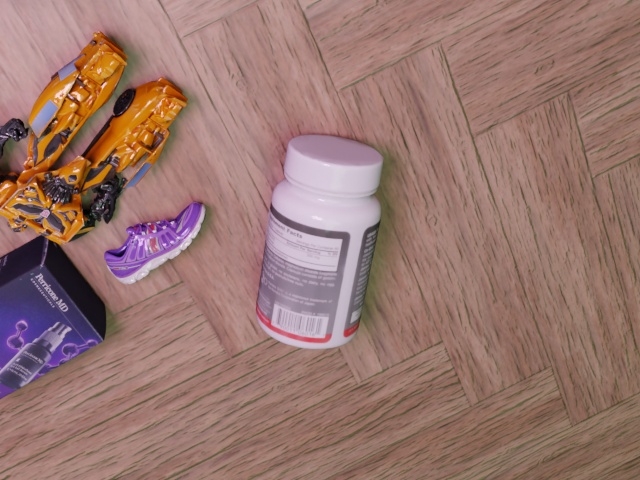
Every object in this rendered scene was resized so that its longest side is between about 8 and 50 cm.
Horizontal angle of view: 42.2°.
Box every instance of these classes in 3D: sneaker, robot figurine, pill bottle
[{"bbox_3d":[-0.240,-0.004,1.198,0.170,0.068,0.071,-35,114,5],"label":"sneaker"},{"bbox_3d":[-0.320,-0.117,1.093,0.211,0.085,0.291,33,102,-39],"label":"robot figurine"},{"bbox_3d":[0.000,0.000,1.208,0.161,0.161,0.283,3,115,-16],"label":"pill bottle"}]

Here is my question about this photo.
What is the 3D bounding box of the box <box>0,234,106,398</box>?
[{"bbox_3d":[-0.434,0.112,1.178,0.207,0.108,0.153,-30,119,2],"label":"box"}]
